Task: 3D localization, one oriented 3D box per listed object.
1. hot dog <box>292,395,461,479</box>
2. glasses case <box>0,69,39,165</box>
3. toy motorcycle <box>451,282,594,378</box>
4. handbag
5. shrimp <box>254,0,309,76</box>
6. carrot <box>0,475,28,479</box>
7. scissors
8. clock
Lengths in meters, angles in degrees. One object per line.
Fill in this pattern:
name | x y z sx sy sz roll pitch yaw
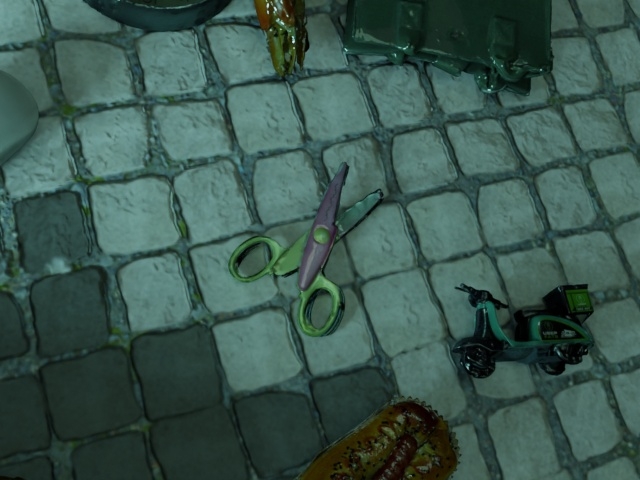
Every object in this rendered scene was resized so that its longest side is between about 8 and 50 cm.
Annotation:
hot dog | 0.052 0.231 0.876 0.191 0.059 0.108 -37 89 -27
glasses case | -0.370 -0.076 0.856 0.092 0.059 0.233 43 64 3
toy motorcycle | 0.216 0.096 0.975 0.173 0.058 0.100 -1 64 -19
handbag | 0.157 -0.313 1.094 0.248 0.079 0.260 9 71 -12
shrimp | -0.053 -0.313 1.012 0.061 0.145 0.267 -5 85 17
carrot | -0.362 0.218 0.723 0.302 0.114 0.114 14 67 -15
scissors | 0.000 0.000 0.963 0.133 0.020 0.187 37 66 -5
clock | -0.187 -0.338 1.017 0.215 0.042 0.215 6 70 -15
